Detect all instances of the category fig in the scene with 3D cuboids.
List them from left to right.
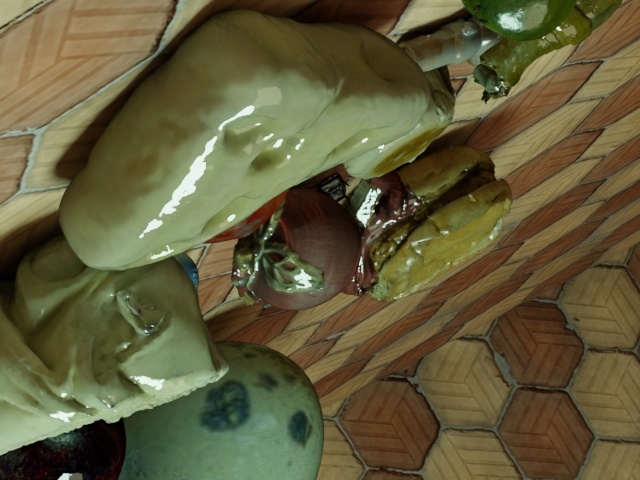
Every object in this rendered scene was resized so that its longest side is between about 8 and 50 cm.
[{"bbox_3d":[0.210,-0.276,1.752,0.156,0.123,0.123,-50,161,22],"label":"fig"}]

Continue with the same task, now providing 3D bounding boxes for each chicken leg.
[{"bbox_3d":[0.243,-0.247,1.942,0.228,0.088,0.103,-39,138,-3],"label":"chicken leg"}]

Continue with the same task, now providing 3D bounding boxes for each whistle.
[{"bbox_3d":[0.173,-0.224,2.001,0.220,0.057,0.107,-20,163,-36],"label":"whistle"}]

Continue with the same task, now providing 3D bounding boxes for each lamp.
[{"bbox_3d":[-0.009,-0.008,2.215,0.223,0.151,0.215,-24,153,-53],"label":"lamp"}]

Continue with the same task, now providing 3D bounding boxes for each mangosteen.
[{"bbox_3d":[-0.355,0.268,2.280,0.216,0.216,0.216,-30,168,-7],"label":"mangosteen"}]

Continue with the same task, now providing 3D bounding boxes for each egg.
[{"bbox_3d":[-0.183,0.333,2.670,0.428,0.345,0.345,-44,164,20],"label":"egg"}]

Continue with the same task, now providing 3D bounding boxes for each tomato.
[{"bbox_3d":[-0.100,-0.039,2.044,0.155,0.069,0.155,-29,168,-7],"label":"tomato"}]

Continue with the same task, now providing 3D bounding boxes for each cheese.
[{"bbox_3d":[-0.082,-0.087,1.751,0.328,0.129,0.351,-40,164,25],"label":"cheese"}]

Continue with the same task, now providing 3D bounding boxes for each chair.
[{"bbox_3d":[0.015,-0.064,2.314,0.037,0.042,0.086,-30,-156,-10],"label":"chair"}]

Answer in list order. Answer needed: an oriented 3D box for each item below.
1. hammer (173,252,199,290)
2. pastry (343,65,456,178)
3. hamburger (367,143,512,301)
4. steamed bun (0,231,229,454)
[{"bbox_3d":[-0.239,0.078,2.188,0.194,0.069,0.116,-24,167,-13],"label":"hammer"},{"bbox_3d":[0.083,-0.137,2.055,0.166,0.088,0.166,-29,171,-5],"label":"pastry"},{"bbox_3d":[0.137,-0.022,2.517,0.259,0.144,0.283,-32,164,-18],"label":"hamburger"},{"bbox_3d":[-0.261,0.099,1.899,0.275,0.206,0.320,-22,177,39],"label":"steamed bun"}]
